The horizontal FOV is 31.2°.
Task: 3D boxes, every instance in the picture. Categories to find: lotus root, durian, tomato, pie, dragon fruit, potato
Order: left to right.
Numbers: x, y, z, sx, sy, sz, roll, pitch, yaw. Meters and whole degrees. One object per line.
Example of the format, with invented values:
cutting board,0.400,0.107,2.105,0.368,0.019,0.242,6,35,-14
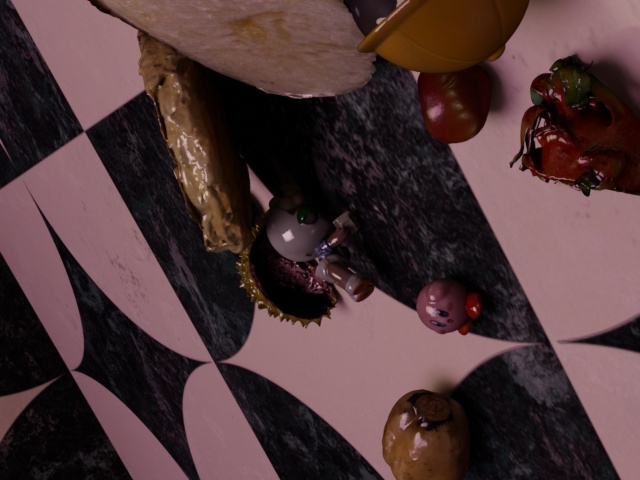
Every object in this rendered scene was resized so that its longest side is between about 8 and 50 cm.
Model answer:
pie,-0.160,-0.136,1.511,0.339,0.083,0.339,-17,-90,-87
potato,-0.073,-0.362,1.189,0.290,0.397,0.295,-8,67,53
durian,-0.071,0.066,1.685,0.186,0.119,0.108,53,148,6
lotus root,0.144,0.285,1.568,0.220,0.118,0.125,91,170,-50
tomato,0.138,-0.143,1.174,0.087,0.075,0.087,-9,-90,-78
dragon fruit,0.239,-0.088,1.028,0.138,0.142,0.175,26,-131,-78

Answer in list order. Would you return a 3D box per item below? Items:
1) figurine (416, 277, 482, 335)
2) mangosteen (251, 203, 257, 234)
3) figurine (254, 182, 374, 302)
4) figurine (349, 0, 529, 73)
figurine,0.152,0.081,1.395,0.067,0.071,0.083,-90,9,-46
mangosteen,-0.132,-0.030,1.724,0.081,0.081,0.081,39,147,32
figurine,0.001,-0.001,1.538,0.197,0.093,0.147,34,167,24
figurine,0.096,-0.275,1.026,0.192,0.167,0.256,128,130,-74
